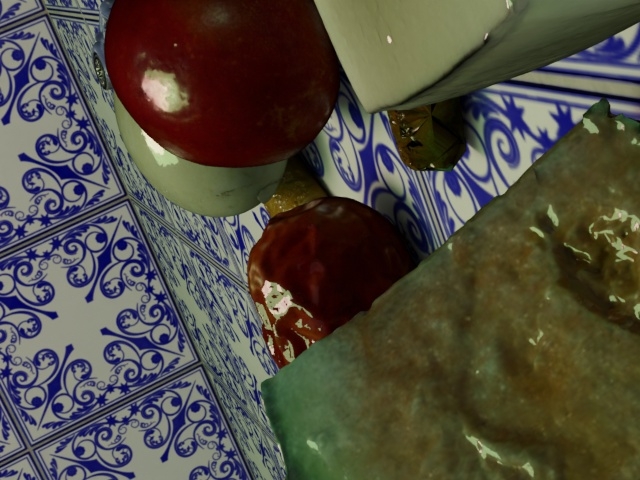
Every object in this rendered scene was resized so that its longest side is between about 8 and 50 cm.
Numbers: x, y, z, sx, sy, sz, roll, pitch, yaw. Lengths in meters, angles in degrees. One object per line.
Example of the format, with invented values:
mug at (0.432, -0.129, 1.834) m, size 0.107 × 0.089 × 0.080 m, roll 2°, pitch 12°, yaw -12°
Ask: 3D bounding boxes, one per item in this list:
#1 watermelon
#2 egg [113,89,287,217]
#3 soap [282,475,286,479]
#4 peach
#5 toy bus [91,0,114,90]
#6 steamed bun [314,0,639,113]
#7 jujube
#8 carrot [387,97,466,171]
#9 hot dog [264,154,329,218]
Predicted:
watermelon at (0.148, 0.112, 0.690) m, size 0.264 × 0.302 × 0.151 m, roll 51°, pitch -170°, yaw 24°
egg at (-0.132, -0.145, 1.306) m, size 0.253 × 0.187 × 0.186 m, roll 62°, pitch 166°, yaw 5°
soap at (0.133, 0.326, 1.174) m, size 0.261 × 0.156 × 0.446 m, roll 52°, pitch 166°, yaw -9°
peach at (-0.087, -0.163, 1.097) m, size 0.243 × 0.199 × 0.243 m, roll 48°, pitch 173°, yaw 8°
toy bus at (-0.208, -0.247, 1.527) m, size 0.292 × 0.125 × 0.133 m, roll 38°, pitch 141°, yaw 55°
steamed bun at (0.093, -0.155, 0.535) m, size 0.146 × 0.164 × 0.242 m, roll 66°, pitch 167°, yaw -1°
jujube at (0.029, 0.078, 1.164) m, size 0.250 × 0.174 × 0.174 m, roll 71°, pitch 165°, yaw -12°
carrot at (0.070, -0.140, 0.851) m, size 0.069 × 0.069 × 0.228 m, roll 51°, pitch 162°, yaw 42°
hot dog at (0.000, -0.001, 1.340) m, size 0.289 × 0.068 × 0.083 m, roll 56°, pitch 157°, yaw 32°
